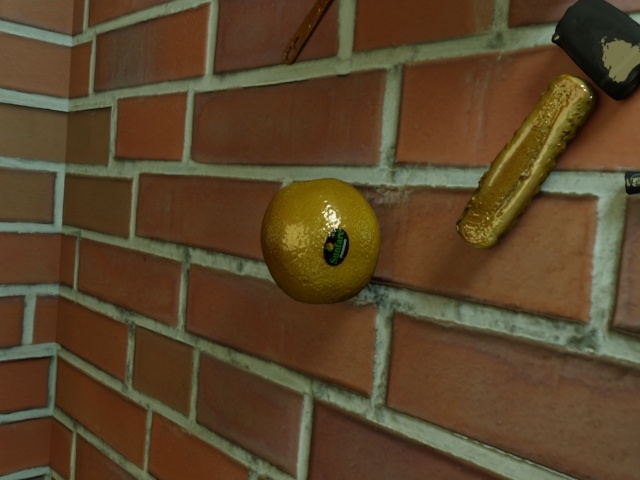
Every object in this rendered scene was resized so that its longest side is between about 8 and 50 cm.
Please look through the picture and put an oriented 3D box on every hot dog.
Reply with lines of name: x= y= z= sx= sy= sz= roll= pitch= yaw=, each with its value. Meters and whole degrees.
hot dog: x=0.303 y=-0.112 z=0.969 sx=0.083 sy=0.068 sz=0.289 roll=37 pitch=113 yaw=15

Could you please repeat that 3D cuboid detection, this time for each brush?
brush: x=0.005 y=-0.485 z=1.331 sx=0.314 sy=0.017 sz=0.090 roll=-49 pitch=53 yaw=35

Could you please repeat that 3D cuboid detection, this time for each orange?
orange: x=0.000 y=0.000 z=1.179 sx=0.236 sy=0.236 sz=0.236 roll=-1 pitch=88 yaw=47

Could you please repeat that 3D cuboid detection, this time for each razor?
razor: x=0.389 y=-0.268 z=0.887 sx=0.090 sy=0.054 sz=0.148 roll=-51 pitch=56 yaw=29

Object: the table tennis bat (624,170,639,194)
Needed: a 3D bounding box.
table tennis bat: x=0.497 y=-0.078 z=0.792 sx=0.236 sy=0.027 sz=0.150 roll=0 pitch=89 yaw=44
